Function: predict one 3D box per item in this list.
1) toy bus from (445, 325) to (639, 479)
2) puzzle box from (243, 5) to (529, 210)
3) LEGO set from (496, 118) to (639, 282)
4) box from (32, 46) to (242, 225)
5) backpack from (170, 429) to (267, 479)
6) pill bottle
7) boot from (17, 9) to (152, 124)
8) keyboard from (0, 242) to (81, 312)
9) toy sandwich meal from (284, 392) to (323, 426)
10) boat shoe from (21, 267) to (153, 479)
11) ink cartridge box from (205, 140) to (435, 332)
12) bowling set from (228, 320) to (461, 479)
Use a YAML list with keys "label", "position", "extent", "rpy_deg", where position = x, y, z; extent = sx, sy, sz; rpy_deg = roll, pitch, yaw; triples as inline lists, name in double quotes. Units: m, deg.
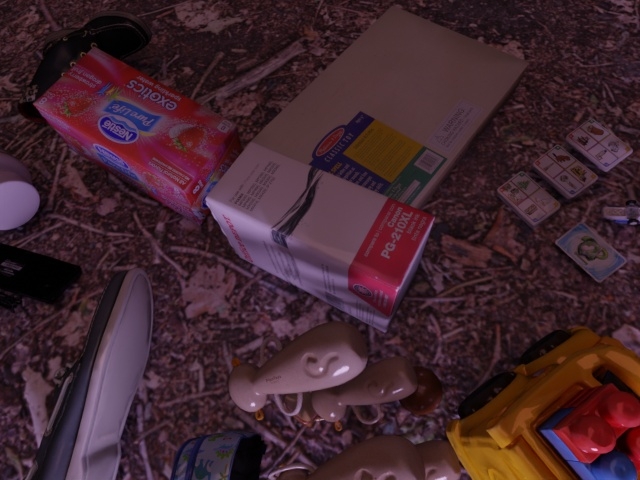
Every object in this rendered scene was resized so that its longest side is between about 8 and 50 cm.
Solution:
- label: "toy bus"
  position: [0.256, 0.168, 0.399]
  extent: [0.220, 0.211, 0.149]
  rpy_deg: [-33, 65, -13]
- label: "puzzle box"
  position: [0.110, -0.203, 0.678]
  extent: [0.272, 0.052, 0.409]
  rpy_deg: [35, 72, 19]
- label: "LEGO set"
  position: [0.405, -0.035, 0.590]
  extent: [0.182, 0.060, 0.244]
  rpy_deg: [-38, 65, 0]
- label: "box"
  position: [-0.256, -0.152, 0.622]
  extent: [0.257, 0.122, 0.128]
  rpy_deg: [30, 70, 7]
- label: "backpack"
  position: [-0.110, 0.254, 0.436]
  extent: [0.084, 0.114, 0.104]
  rpy_deg: [1, 65, 5]
- label: "pill bottle"
  position: [-0.538, -0.103, 0.642]
  extent: [0.215, 0.117, 0.117]
  rpy_deg: [32, 70, 18]
- label: "boot"
  position: [-0.417, -0.300, 0.738]
  extent: [0.237, 0.085, 0.178]
  rpy_deg: [-3, 65, 21]
- label: "keyboard"
  position: [-0.457, 0.058, 0.612]
  extent: [0.192, 0.038, 0.100]
  rpy_deg: [14, 43, 12]
- label: "toy sandwich meal"
  position: [-0.007, 0.180, 0.511]
  extent: [0.086, 0.029, 0.085]
  rpy_deg: [-2, 64, 4]
- label: "boat shoe"
  position: [-0.280, 0.181, 0.486]
  extent: [0.099, 0.116, 0.319]
  rpy_deg: [5, 70, 3]
- label: "ink cartridge box"
  position: [0.000, 0.000, 0.520]
  extent: [0.237, 0.172, 0.100]
  rpy_deg: [25, 68, 16]
- label: "bowling set"
  position: [0.050, 0.218, 0.441]
  extent: [0.154, 0.200, 0.286]
  rpy_deg: [-29, 76, 25]
